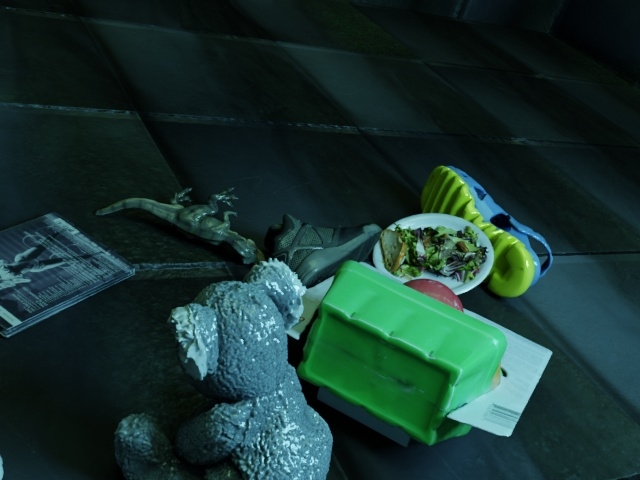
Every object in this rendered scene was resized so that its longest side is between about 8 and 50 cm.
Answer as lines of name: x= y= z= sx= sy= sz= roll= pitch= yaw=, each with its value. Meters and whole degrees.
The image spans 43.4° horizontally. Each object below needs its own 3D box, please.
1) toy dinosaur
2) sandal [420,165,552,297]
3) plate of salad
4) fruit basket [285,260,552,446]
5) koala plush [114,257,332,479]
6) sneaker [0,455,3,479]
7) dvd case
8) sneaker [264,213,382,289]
toy dinosaur: x=-0.199 y=-0.040 z=1.252 sx=0.268 sy=0.064 sz=0.118 roll=17 pitch=36 yaw=4
sandal: x=0.298 y=-0.018 z=1.445 sx=0.138 sy=0.126 sz=0.317 roll=0 pitch=42 yaw=-38
plate of salad: x=0.186 y=0.015 z=1.330 sx=0.199 sy=0.048 sz=0.200 roll=-4 pitch=43 yaw=3
fruit basket: x=0.130 y=0.137 z=1.081 sx=0.326 sy=0.166 sz=0.353 roll=25 pitch=13 yaw=18
koala plush: x=-0.082 y=0.138 z=0.807 sx=0.203 sy=0.222 sz=0.196 roll=14 pitch=22 yaw=34
sneaker: x=-0.367 y=0.216 z=0.675 sx=0.102 sy=0.111 sz=0.252 roll=22 pitch=30 yaw=6
dvd case: x=-0.379 y=0.037 z=1.060 sx=0.164 sy=0.018 sz=0.221 roll=31 pitch=31 yaw=19
sneaker: x=0.000 y=0.000 z=1.265 sx=0.130 sy=0.087 sz=0.227 roll=40 pitch=41 yaw=21
